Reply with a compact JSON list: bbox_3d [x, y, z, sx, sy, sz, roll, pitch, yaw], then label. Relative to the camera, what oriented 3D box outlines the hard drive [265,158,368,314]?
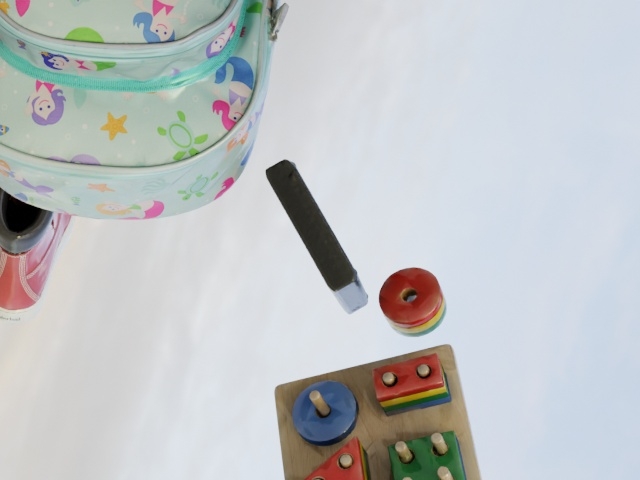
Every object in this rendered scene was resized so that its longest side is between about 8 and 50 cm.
[{"bbox_3d":[0.000,0.000,0.917,0.094,0.022,0.135,61,0,11],"label":"hard drive"}]

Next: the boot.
[{"bbox_3d":[-0.305,-0.057,1.409,0.176,0.088,0.244,108,-12,-46],"label":"boot"}]

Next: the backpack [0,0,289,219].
[{"bbox_3d":[-0.136,-0.147,0.877,0.191,0.225,0.254,111,-16,-75],"label":"backpack"}]

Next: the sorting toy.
[{"bbox_3d":[0.036,0.144,0.877,0.046,0.132,0.275,63,15,-55],"label":"sorting toy"}]
